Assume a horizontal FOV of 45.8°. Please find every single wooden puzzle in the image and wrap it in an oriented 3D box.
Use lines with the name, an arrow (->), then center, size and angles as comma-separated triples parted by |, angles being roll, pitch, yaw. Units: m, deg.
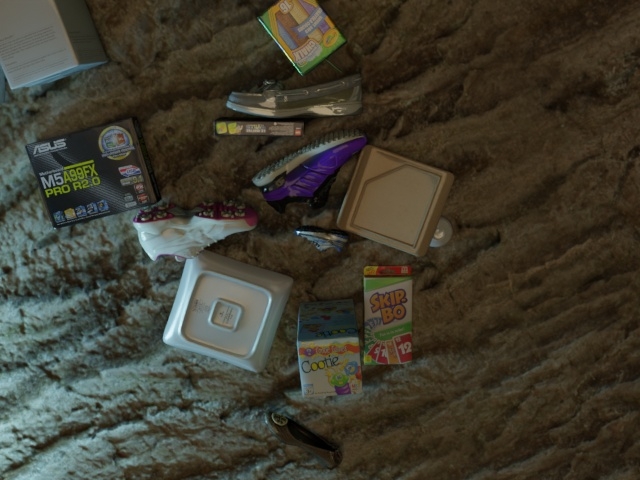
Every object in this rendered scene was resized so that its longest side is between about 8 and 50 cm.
wooden puzzle -> 0.183, -0.098, 1.860 | 0.239, 0.044, 0.220 | 19, 102, -1

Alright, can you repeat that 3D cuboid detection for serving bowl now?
serving bowl -> 0.292, -0.021, 1.892 | 0.083, 0.027, 0.083 | 0, 103, -1

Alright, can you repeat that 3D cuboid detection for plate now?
plate -> -0.239, 0.185, 1.931 | 0.278, 0.045, 0.277 | 18, 103, -4

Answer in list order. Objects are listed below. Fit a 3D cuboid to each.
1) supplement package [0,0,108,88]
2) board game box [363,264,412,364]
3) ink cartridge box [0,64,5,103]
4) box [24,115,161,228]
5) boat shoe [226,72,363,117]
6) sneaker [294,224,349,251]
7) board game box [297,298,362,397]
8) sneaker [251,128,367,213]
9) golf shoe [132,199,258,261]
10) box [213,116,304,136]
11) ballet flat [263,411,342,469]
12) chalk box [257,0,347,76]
supplement package -> -0.632, -0.509, 1.688 | 0.178, 0.175, 0.292 | -15, 104, 11
board game box -> 0.173, 0.192, 1.942 | 0.124, 0.039, 0.259 | -1, 101, -1
ink cartridge box -> -0.831, -0.431, 1.716 | 0.171, 0.168, 0.232 | 5, 103, 0
box -> -0.548, -0.164, 1.837 | 0.270, 0.060, 0.216 | -13, 104, 3
boat shoe -> -0.059, -0.339, 1.773 | 0.321, 0.118, 0.103 | -1, 100, -4
sneaker -> 0.000, 0.000, 1.885 | 0.135, 0.052, 0.058 | 10, 107, -2
board game box -> 0.022, 0.253, 1.829 | 0.144, 0.275, 0.142 | -5, 103, 1
sneaker -> -0.005, -0.157, 1.829 | 0.293, 0.102, 0.146 | -25, 106, 10
golf shoe -> -0.299, -0.021, 1.858 | 0.306, 0.115, 0.140 | -2, 114, 7
box -> -0.141, -0.268, 1.787 | 0.207, 0.114, 0.036 | 1, 103, -1
ballet flat -> -0.040, 0.518, 1.990 | 0.250, 0.084, 0.058 | 38, 116, -13
chalk box -> -0.025, -0.461, 1.732 | 0.132, 0.132, 0.213 | -36, 100, 7
